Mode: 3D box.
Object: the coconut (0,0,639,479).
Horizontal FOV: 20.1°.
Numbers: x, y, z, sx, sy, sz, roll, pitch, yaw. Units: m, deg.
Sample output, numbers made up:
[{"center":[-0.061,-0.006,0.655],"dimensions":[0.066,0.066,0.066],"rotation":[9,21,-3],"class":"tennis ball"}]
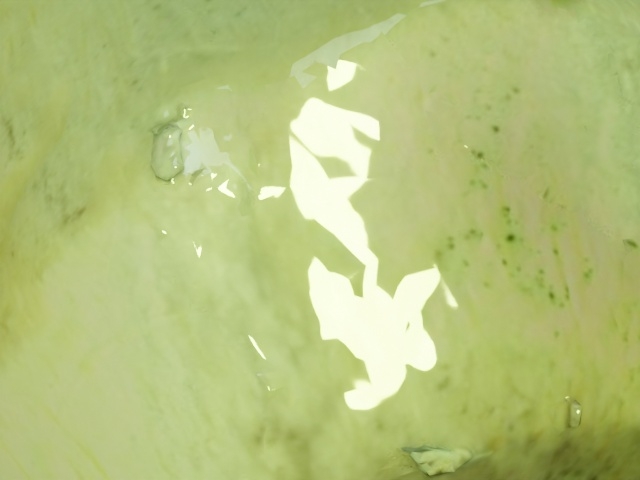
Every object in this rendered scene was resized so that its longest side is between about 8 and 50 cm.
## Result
[{"center":[0.000,0.000,0.648],"dimensions":[0.352,0.352,0.352],"rotation":[-9,33,6],"class":"coconut"}]
